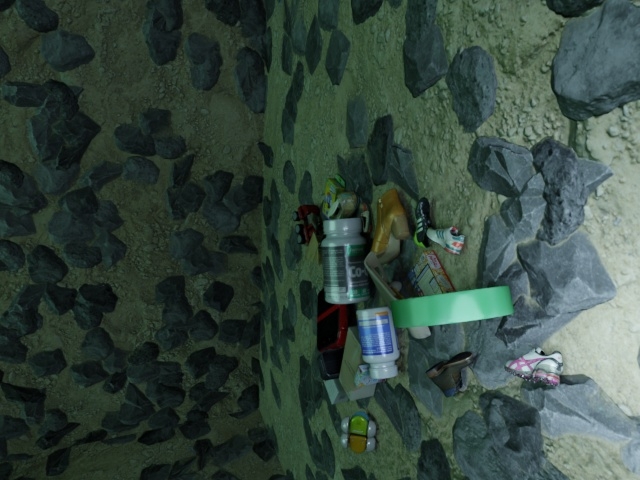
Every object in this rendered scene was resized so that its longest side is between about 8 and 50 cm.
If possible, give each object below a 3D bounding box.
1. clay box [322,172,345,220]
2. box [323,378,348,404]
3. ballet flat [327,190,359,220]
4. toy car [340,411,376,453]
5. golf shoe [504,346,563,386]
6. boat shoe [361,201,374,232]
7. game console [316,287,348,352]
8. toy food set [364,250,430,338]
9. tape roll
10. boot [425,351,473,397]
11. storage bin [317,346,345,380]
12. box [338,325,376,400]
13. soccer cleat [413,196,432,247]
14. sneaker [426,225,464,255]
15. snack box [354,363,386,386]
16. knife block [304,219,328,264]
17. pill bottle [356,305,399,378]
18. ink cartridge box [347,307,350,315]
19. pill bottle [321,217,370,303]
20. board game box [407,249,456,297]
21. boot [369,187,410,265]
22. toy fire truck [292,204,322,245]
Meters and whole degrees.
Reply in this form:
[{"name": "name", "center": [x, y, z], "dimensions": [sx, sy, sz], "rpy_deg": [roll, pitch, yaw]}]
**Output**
[{"name": "clay box", "center": [0.064, -0.211, 2.296], "dimensions": [0.127, 0.053, 0.222], "rpy_deg": [-127, 37, -53]}, {"name": "box", "center": [0.086, 0.723, 2.367], "dimensions": [0.130, 0.090, 0.171], "rpy_deg": [107, 150, -44]}, {"name": "ballet flat", "center": [0.081, -0.094, 2.195], "dimensions": [0.349, 0.123, 0.123], "rpy_deg": [109, 149, -45]}, {"name": "toy car", "center": [0.179, 0.872, 2.129], "dimensions": [0.136, 0.159, 0.182], "rpy_deg": [-42, -45, -70]}, {"name": "golf shoe", "center": [0.547, 0.318, 1.184], "dimensions": [0.086, 0.067, 0.186], "rpy_deg": [-66, 11, -16]}, {"name": "boat shoe", "center": [0.197, -0.100, 1.997], "dimensions": [0.049, 0.043, 0.137], "rpy_deg": [139, 125, -66]}, {"name": "game console", "center": [0.059, 0.381, 2.350], "dimensions": [0.386, 0.060, 0.343], "rpy_deg": [130, 146, -62]}, {"name": "toy food set", "center": [0.285, 0.194, 1.700], "dimensions": [0.220, 0.092, 0.306], "rpy_deg": [60, 175, -38]}, {"name": "tape roll", "center": [0.356, 0.181, 1.271], "dimensions": [0.321, 0.320, 0.077], "rpy_deg": [151, 112, -66]}, {"name": "boot", "center": [0.437, 0.431, 1.483], "dimensions": [0.106, 0.082, 0.219], "rpy_deg": [56, 146, 12]}, {"name": "storage bin", "center": [0.086, 0.589, 2.219], "dimensions": [0.084, 0.180, 0.122], "rpy_deg": [117, 142, -54]}, {"name": "box", "center": [0.181, 0.539, 2.051], "dimensions": [0.148, 0.121, 0.312], "rpy_deg": [-129, 40, -54]}, {"name": "soccer cleat", "center": [0.359, -0.060, 1.586], "dimensions": [0.072, 0.060, 0.179], "rpy_deg": [36, 134, 52]}, {"name": "sneaker", "center": [0.406, -0.017, 1.487], "dimensions": [0.076, 0.057, 0.161], "rpy_deg": [-67, 28, 17]}, {"name": "snack box", "center": [0.218, 0.556, 1.933], "dimensions": [0.037, 0.141, 0.100], "rpy_deg": [-123, 35, -49]}, {"name": "knife block", "center": [0.000, 0.000, 2.454], "dimensions": [0.275, 0.088, 0.243], "rpy_deg": [-166, 74, -68]}, {"name": "pill bottle", "center": [0.233, 0.404, 1.850], "dimensions": [0.152, 0.152, 0.272], "rpy_deg": [154, 110, -67]}, {"name": "ink cartridge box", "center": [0.121, 0.362, 2.295], "dimensions": [0.115, 0.029, 0.063], "rpy_deg": [-116, 31, -41]}, {"name": "pill bottle", "center": [0.108, 0.086, 2.040], "dimensions": [0.204, 0.204, 0.362], "rpy_deg": [179, 86, -68]}, {"name": "board game box", "center": [0.378, 0.153, 1.583], "dimensions": [0.147, 0.045, 0.194], "rpy_deg": [112, 147, -48]}, {"name": "boot", "center": [0.251, -0.048, 1.816], "dimensions": [0.295, 0.104, 0.212], "rpy_deg": [123, 143, -50]}, {"name": "toy fire truck", "center": [-0.053, -0.108, 2.512], "dimensions": [0.246, 0.158, 0.217], "rpy_deg": [-38, 58, 51]}]
